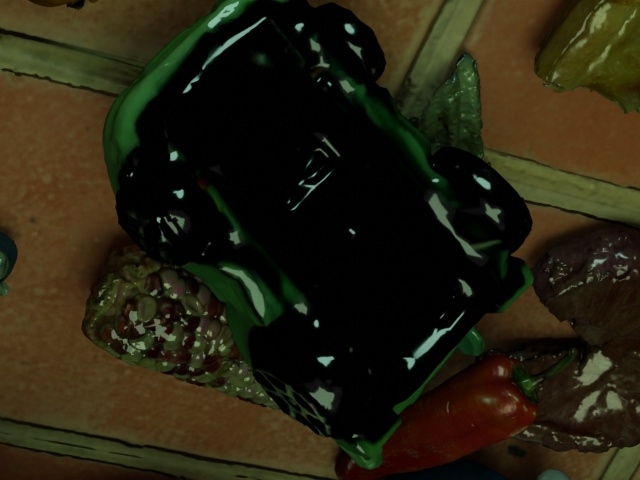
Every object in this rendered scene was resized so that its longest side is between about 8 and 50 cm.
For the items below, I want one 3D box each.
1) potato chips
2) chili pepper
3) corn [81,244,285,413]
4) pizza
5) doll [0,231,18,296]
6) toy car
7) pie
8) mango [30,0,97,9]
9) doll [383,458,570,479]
[{"bbox_3d":[0.088,-0.044,1.410,0.092,0.028,0.207,-13,129,-5],"label":"potato chips"},{"bbox_3d":[0.099,0.145,1.487,0.071,0.063,0.272,28,136,-37],"label":"chili pepper"},{"bbox_3d":[-0.054,0.083,1.432,0.280,0.092,0.092,25,117,-29],"label":"corn"},{"bbox_3d":[0.281,-0.159,1.337,0.188,0.080,0.204,22,117,-26],"label":"pizza"},{"bbox_3d":[-0.254,0.029,1.367,0.083,0.076,0.050,-55,149,15],"label":"doll"},{"bbox_3d":[0.000,0.000,1.322,0.213,0.176,0.358,-47,108,-16],"label":"toy car"},{"bbox_3d":[0.229,0.087,1.519,0.204,0.054,0.218,5,124,-16],"label":"pie"},{"bbox_3d":[-0.186,-0.202,1.214,0.077,0.063,0.127,-35,120,19],"label":"mango"},{"bbox_3d":[0.148,0.280,1.577,0.257,0.161,0.215,12,108,-27],"label":"doll"}]
